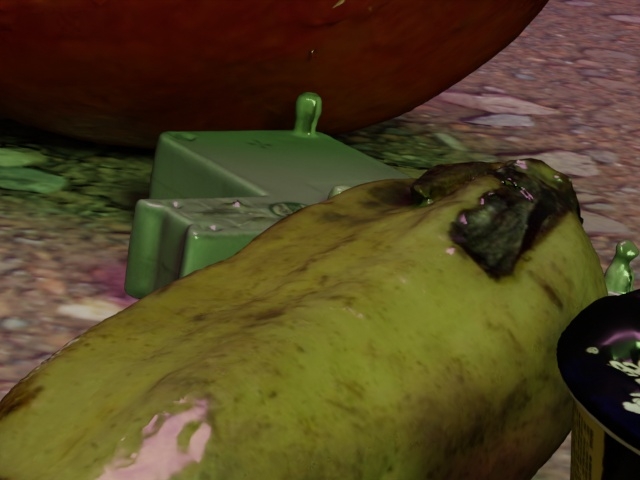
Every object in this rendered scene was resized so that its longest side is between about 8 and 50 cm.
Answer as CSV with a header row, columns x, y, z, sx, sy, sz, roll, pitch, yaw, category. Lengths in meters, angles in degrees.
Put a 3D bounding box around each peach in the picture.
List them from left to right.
x,y,z,sx,sy,sz,roll,pitch,yaw,category
-0.047,-0.189,0.923,0.372,0.290,0.372,-2,-19,-1,peach

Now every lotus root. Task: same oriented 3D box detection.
x,y,z,sx,sy,sz,roll,pitch,yaw,category
-0.004,0.048,0.553,0.110,0.097,0.258,12,24,35,lotus root

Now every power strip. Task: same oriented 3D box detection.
x,y,z,sx,sy,sz,roll,pitch,yaw,category
0.000,0.000,0.751,0.145,0.061,0.215,-5,21,-37,power strip

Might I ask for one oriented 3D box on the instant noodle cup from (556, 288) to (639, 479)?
x,y,z,sx,sy,sz,roll,pitch,yaw,category
0.117,0.086,0.436,0.151,0.122,0.151,8,20,-3,instant noodle cup
